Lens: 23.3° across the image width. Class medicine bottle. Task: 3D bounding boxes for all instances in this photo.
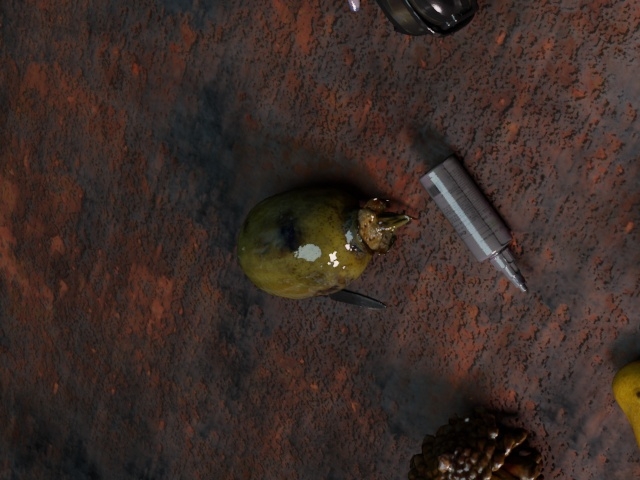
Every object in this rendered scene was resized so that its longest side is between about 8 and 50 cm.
[{"bbox_3d":[0.206,-0.016,1.995,0.199,0.057,0.057,53,139,-1],"label":"medicine bottle"}]

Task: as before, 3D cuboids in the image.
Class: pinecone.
[{"bbox_3d":[0.226,0.333,2.138,0.179,0.150,0.195,-35,90,20],"label":"pinecone"}]

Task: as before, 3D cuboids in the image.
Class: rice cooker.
[{"bbox_3d":[0.116,-0.318,1.828,0.106,0.112,0.165,-11,107,51],"label":"rice cooker"}]

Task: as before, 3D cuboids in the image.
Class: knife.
[{"bbox_3d":[0.025,0.079,2.257,0.170,0.010,0.023,14,125,33],"label":"knife"}]

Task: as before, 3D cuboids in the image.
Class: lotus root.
[{"bbox_3d":[-0.002,0.000,2.133,0.278,0.154,0.154,-8,111,39],"label":"lotus root"}]

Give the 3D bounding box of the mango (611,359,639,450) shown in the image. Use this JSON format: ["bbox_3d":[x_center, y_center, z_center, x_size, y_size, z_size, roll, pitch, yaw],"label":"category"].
[{"bbox_3d":[0.462,0.253,1.908,0.262,0.109,0.157,44,138,11],"label":"mango"}]

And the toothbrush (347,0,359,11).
[{"bbox_3d":[0.046,-0.403,1.901,0.027,0.021,0.269,35,136,37],"label":"toothbrush"}]
